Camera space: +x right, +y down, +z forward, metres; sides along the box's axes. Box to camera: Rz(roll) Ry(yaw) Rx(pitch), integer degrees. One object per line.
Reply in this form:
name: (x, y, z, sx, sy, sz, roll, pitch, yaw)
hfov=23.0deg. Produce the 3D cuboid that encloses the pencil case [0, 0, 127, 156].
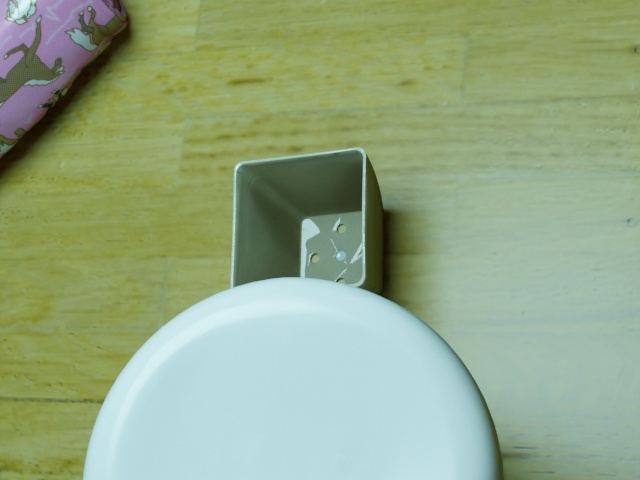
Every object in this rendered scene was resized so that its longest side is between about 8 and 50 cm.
pencil case: (-0.348, -0.127, 1.378, 0.386, 0.160, 0.167, -44, 30, 5)

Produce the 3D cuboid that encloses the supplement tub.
supplement tub: (-0.001, 0.173, 1.022, 0.241, 0.331, 0.241, -2, 74, 6)

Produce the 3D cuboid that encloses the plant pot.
plant pot: (0.000, 0.000, 1.228, 0.109, 0.096, 0.109, -6, 71, 21)
